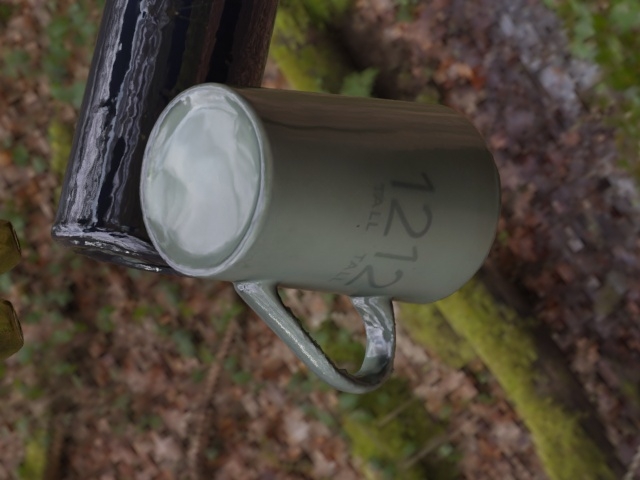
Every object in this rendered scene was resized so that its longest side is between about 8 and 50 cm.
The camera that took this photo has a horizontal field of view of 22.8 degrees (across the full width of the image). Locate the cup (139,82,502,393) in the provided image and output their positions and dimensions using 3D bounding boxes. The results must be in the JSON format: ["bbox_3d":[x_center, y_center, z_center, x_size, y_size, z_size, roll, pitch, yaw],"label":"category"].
[{"bbox_3d":[-0.003,-0.003,0.411,0.054,0.083,0.075,34,111,41],"label":"cup"}]

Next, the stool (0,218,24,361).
[{"bbox_3d":[-0.166,-0.005,0.530,0.134,0.110,0.135,78,172,-67],"label":"stool"}]

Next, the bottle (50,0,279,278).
[{"bbox_3d":[-0.049,-0.109,0.662,0.082,0.244,0.072,6,171,32],"label":"bottle"}]
